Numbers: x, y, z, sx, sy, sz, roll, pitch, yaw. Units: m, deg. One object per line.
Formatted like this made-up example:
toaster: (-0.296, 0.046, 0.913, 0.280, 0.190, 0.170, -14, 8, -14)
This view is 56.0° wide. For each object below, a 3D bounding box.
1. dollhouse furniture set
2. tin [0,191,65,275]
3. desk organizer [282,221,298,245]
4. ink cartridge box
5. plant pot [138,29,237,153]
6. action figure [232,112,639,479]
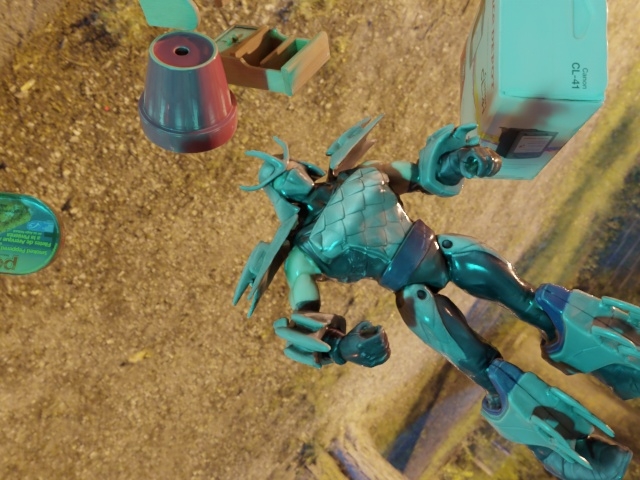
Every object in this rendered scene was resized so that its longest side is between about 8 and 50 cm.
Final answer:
dollhouse furniture set: (-0.157, -0.532, 1.258, 0.362, 0.256, 0.394, -53, 147, -35)
tin: (-0.429, -0.011, 0.778, 0.040, 0.189, 0.106, 139, -42, -82)
desk organizer: (0.000, 0.000, 0.741, 0.130, 0.050, 0.047, 28, 64, -61)
ink cartridge box: (0.282, -0.236, 0.851, 0.306, 0.131, 0.226, 68, 25, -77)
plant pot: (-0.266, -0.304, 1.200, 0.201, 0.201, 0.180, -36, 154, -30)
action figure: (0.072, 0.022, 0.370, 0.185, 0.285, 0.099, -55, 177, -12)
